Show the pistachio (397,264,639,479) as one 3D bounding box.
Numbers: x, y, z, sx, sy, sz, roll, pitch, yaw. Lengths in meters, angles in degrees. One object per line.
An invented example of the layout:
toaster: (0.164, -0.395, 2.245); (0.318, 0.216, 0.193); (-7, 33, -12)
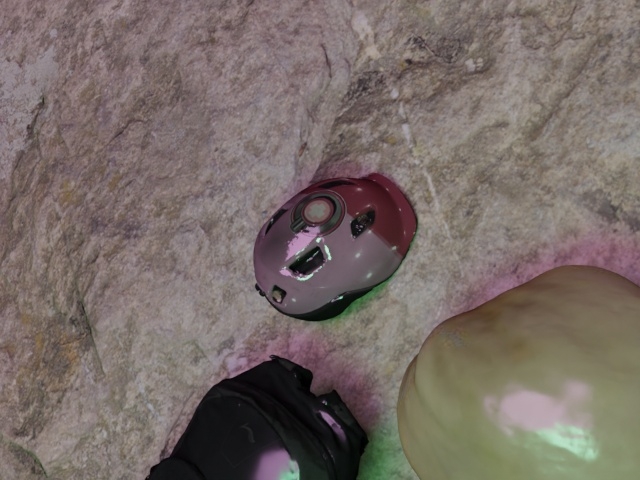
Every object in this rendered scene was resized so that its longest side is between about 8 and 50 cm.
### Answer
pistachio: (0.309, 0.206, 1.534); (0.446, 0.281, 0.365); (7, 69, 22)

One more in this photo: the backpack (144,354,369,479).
backpack: (-0.102, 0.386, 1.751); (0.363, 0.255, 0.445); (40, 111, 38)

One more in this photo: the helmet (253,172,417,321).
helmet: (0.000, 0.000, 1.881); (0.253, 0.154, 0.198); (-50, 52, 15)
